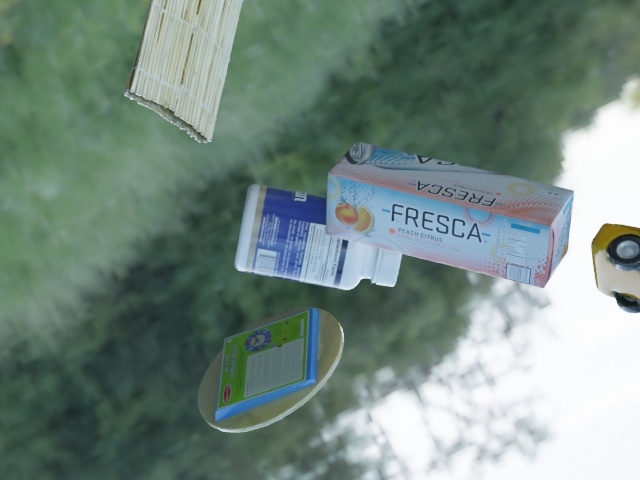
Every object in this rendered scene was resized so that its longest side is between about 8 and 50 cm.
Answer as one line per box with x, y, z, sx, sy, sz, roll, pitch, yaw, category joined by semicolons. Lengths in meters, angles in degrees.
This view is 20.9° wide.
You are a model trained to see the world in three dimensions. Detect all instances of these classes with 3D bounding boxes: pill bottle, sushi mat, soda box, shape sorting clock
0.000;0.000;1.824;0.169;0.094;0.094;10;-177;-2;pill bottle
-0.112;-0.264;1.692;0.019;0.316;0.151;4;164;30;sushi mat
0.098;-0.021;1.332;0.183;0.058;0.063;14;-147;19;soda box
-0.062;0.161;2.168;0.206;0.040;0.206;-20;-147;14;shape sorting clock

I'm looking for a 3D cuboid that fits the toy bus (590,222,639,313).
0.510;0.051;2.176;0.333;0.108;0.130;22;-120;30;toy bus
